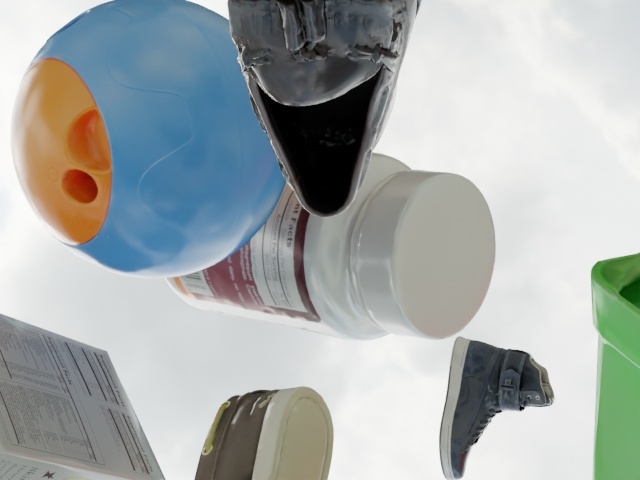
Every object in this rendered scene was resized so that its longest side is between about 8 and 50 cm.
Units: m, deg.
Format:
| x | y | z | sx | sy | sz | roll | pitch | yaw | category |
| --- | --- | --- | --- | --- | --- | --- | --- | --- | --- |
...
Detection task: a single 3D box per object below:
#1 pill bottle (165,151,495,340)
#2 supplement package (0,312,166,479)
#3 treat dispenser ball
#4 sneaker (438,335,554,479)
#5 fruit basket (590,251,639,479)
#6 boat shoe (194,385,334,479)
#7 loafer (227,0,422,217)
| x | y | z | sx | sy | sz | roll | pitch | yaw | category |
| --- | --- | --- | --- | --- | --- | --- | --- | --- | --- |
| 0.000 | 0.000 | 1.423 | 0.392 | 0.224 | 0.224 | 7 | -163 | 43 | pill bottle |
| -0.340 | 0.220 | 1.233 | 0.262 | 0.199 | 0.198 | 32 | -158 | -56 | supplement package |
| -0.172 | -0.104 | 1.201 | 0.288 | 0.288 | 0.288 | 19 | -142 | -15 | treat dispenser ball |
| 0.273 | 0.273 | 1.805 | 0.163 | 0.226 | 0.086 | 9 | -177 | 17 | sneaker |
| 0.347 | 0.070 | 0.570 | 0.282 | 0.392 | 0.392 | -4 | -132 | -31 | fruit basket |
| -0.078 | 0.276 | 0.996 | 0.116 | 0.096 | 0.324 | 45 | -130 | -43 | boat shoe |
| 0.004 | -0.103 | 0.683 | 0.109 | 0.302 | 0.095 | 3 | -108 | 6 | loafer |
